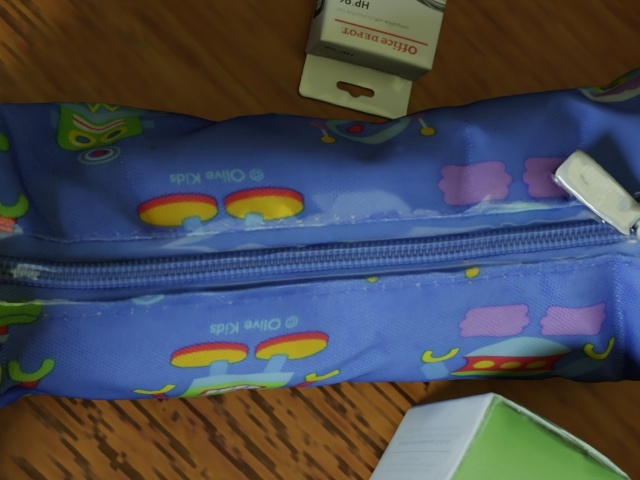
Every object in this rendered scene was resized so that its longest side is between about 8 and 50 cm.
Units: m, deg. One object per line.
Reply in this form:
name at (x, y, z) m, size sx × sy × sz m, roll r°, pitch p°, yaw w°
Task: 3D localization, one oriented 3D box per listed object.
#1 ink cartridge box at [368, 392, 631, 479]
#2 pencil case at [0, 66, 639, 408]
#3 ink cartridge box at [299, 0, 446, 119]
ink cartridge box at (0.022, 0.160, 0.720) m, size 0.062 × 0.109 × 0.209 m, roll 32°, pitch 77°, yaw -7°
pencil case at (0.000, 0.000, 0.721) m, size 0.306 × 0.133 × 0.119 m, roll -3°, pitch 88°, yaw -13°
ink cartridge box at (0.024, -0.094, 0.790) m, size 0.048 × 0.028 × 0.083 m, roll 13°, pitch 81°, yaw -12°
